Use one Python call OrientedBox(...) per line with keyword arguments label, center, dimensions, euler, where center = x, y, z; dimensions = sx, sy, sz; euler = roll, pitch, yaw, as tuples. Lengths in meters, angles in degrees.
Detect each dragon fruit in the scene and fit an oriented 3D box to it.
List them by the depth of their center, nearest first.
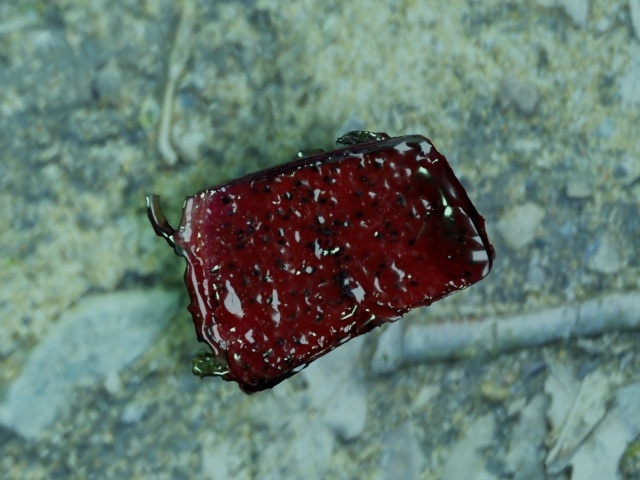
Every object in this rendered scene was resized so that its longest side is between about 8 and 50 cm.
OrientedBox(label="dragon fruit", center=(0.000, 0.000, 0.878), dimensions=(0.147, 0.096, 0.102), euler=(-18, 102, 0))
